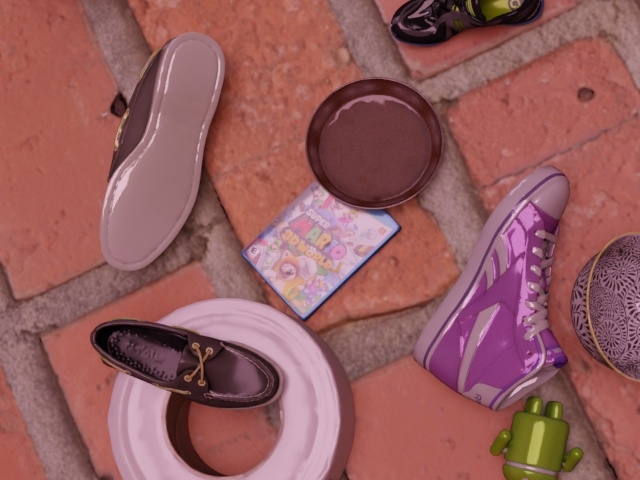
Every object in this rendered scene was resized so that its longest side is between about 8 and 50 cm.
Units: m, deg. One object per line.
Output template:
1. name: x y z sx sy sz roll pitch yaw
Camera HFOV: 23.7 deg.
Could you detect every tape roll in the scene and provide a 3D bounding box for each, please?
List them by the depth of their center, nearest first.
1. tape roll: -0.103 0.213 1.814 0.286 0.100 0.286 -2 81 11

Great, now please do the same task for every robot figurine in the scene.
1. robot figurine: 0.248 0.239 1.752 0.101 0.067 0.115 14 84 -6

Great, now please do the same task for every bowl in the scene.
1. bowl: 0.339 0.080 1.736 0.080 0.170 0.170 -14 73 55

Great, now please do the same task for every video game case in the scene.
1. video game case: 0.000 0.000 1.866 0.166 0.015 0.119 -44 76 2

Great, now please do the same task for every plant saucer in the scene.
1. plant saucer: 0.066 -0.115 1.854 0.168 0.029 0.168 -1 75 5

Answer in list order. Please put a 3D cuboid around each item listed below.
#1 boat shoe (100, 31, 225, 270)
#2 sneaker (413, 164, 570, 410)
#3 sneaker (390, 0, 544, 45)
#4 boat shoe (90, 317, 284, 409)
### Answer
1. boat shoe: -0.203 -0.110 1.887 0.109 0.091 0.305 20 88 -23
2. sneaker: 0.244 0.064 1.749 0.161 0.102 0.282 34 101 32
3. sneaker: 0.175 -0.283 1.839 0.188 0.078 0.067 -9 80 11
4. boat shoe: -0.156 0.142 1.747 0.228 0.069 0.081 13 84 14
